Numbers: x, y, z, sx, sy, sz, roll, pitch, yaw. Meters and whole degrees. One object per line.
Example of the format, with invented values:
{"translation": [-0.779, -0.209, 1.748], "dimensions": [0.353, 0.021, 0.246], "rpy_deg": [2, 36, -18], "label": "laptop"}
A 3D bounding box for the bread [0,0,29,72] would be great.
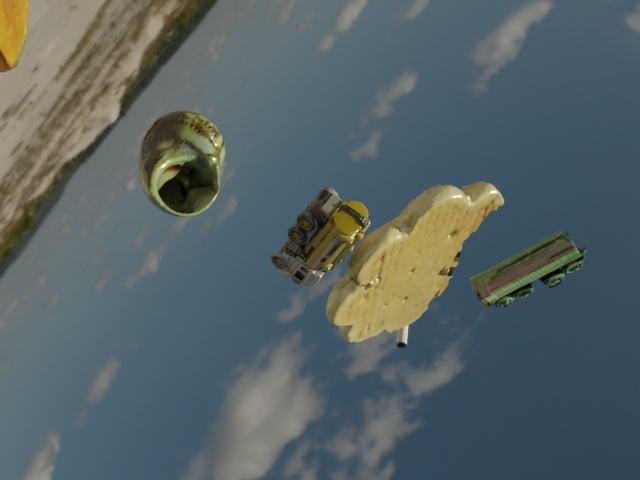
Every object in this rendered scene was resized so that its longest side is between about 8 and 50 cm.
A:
{"translation": [-0.738, -0.505, 1.507], "dimensions": [0.312, 0.172, 0.312], "rpy_deg": [-173, -90, -81], "label": "bread"}

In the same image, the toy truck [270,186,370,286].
{"translation": [0.000, 0.000, 0.704], "dimensions": [0.052, 0.063, 0.123], "rpy_deg": [-50, 178, -38], "label": "toy truck"}

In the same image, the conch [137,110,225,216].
{"translation": [-0.241, -0.136, 1.262], "dimensions": [0.181, 0.187, 0.124], "rpy_deg": [-35, 178, -15], "label": "conch"}

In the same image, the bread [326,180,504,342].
{"translation": [0.091, 0.028, 0.785], "dimensions": [0.039, 0.182, 0.251], "rpy_deg": [58, -39, 31], "label": "bread"}

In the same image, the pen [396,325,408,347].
{"translation": [0.244, 0.186, 2.017], "dimensions": [0.033, 0.033, 0.269], "rpy_deg": [-33, -144, 44], "label": "pen"}

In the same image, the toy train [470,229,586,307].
{"translation": [0.267, 0.041, 0.898], "dimensions": [0.148, 0.071, 0.038], "rpy_deg": [-31, -130, 19], "label": "toy train"}
